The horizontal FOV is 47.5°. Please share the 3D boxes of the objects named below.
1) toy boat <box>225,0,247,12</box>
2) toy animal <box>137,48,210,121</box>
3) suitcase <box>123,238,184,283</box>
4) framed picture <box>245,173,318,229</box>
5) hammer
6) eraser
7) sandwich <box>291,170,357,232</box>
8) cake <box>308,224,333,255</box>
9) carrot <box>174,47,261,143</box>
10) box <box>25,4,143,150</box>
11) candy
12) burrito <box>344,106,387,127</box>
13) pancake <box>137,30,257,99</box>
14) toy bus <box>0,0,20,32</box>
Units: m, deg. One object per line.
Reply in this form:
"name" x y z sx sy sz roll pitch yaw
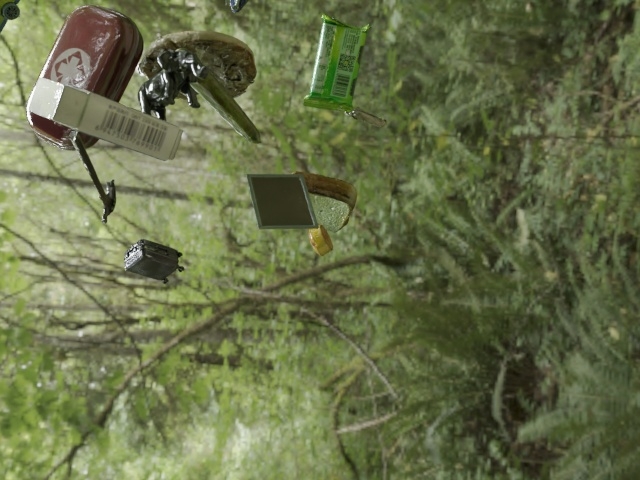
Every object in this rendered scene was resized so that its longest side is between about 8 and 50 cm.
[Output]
"toy boat" -0.311 -0.871 2.391 0.291 0.067 0.220 -21 -59 -63
"toy animal" -0.372 -0.384 1.809 0.114 0.245 0.146 37 -147 -54
"suitcase" -0.395 0.048 1.717 0.086 0.126 0.059 -35 53 29
"framed picture" -0.090 -0.090 1.687 0.011 0.142 0.183 107 155 -45
"hammer" -0.579 -0.169 1.855 0.297 0.027 0.125 82 -171 -56
"eraser" -0.429 -0.244 1.475 0.124 0.279 0.081 24 95 43
"sandwich" -0.002 -0.128 2.407 0.251 0.226 0.087 110 175 -66
"cake" 0.000 0.000 1.951 0.084 0.044 0.084 58 -164 -27
"carrot" -0.293 -0.405 2.070 0.074 0.358 0.074 -42 -4 -4
"box" -0.642 -0.440 1.971 0.403 0.263 0.108 -65 -25 0
"candy" 0.031 -0.340 1.411 0.032 0.102 0.178 -108 28 -68
"burrito" 0.155 -0.414 2.447 0.051 0.171 0.042 19 93 50
"pancake" -0.392 -0.549 2.331 0.382 0.382 0.071 99 171 -70
"toy bus" -1.091 -0.701 2.273 0.312 0.152 0.190 -52 -32 14
